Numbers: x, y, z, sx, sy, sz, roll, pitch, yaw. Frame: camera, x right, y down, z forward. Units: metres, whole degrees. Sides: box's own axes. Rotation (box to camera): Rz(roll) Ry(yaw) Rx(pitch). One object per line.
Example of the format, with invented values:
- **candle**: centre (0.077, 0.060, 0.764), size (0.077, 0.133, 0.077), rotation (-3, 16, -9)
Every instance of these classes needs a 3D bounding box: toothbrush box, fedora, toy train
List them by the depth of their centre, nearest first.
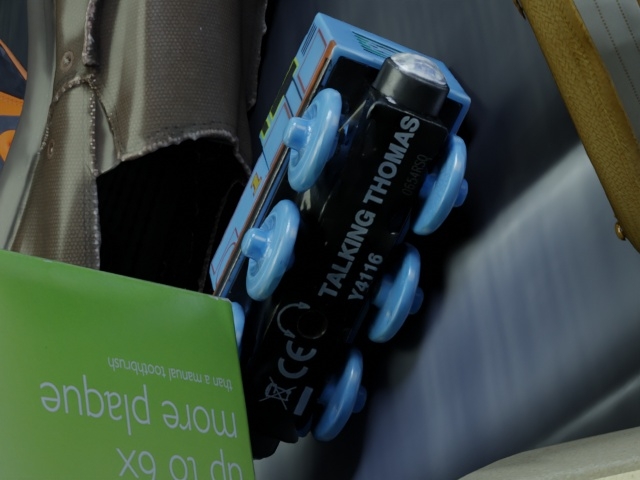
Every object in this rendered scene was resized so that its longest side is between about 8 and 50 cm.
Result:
- **fedora**: centre (0.098, -0.084, 0.551), size (0.079, 0.194, 0.194), rotation (-23, 40, 10)
- **toothbrush box**: centre (-0.119, 0.153, 0.612), size (0.122, 0.206, 0.283), rotation (-20, 68, 33)
- **toy train**: centre (0.000, 0.000, 0.749), size (0.105, 0.080, 0.184), rotation (-107, 40, -67)

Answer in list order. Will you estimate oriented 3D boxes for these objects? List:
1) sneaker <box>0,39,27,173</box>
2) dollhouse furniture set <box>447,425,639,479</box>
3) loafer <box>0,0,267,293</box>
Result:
- **sneaker**: centre (-0.266, 0.001, 1.148), size (0.321, 0.180, 0.125), rotation (-53, 15, -30)
- **dollhouse furniture set**: centre (0.082, 0.152, 0.476), size (0.302, 0.151, 0.197), rotation (-18, 76, 40)
- **loafer**: centre (-0.074, -0.077, 0.930), size (0.130, 0.134, 0.365), rotation (20, 101, 43)
